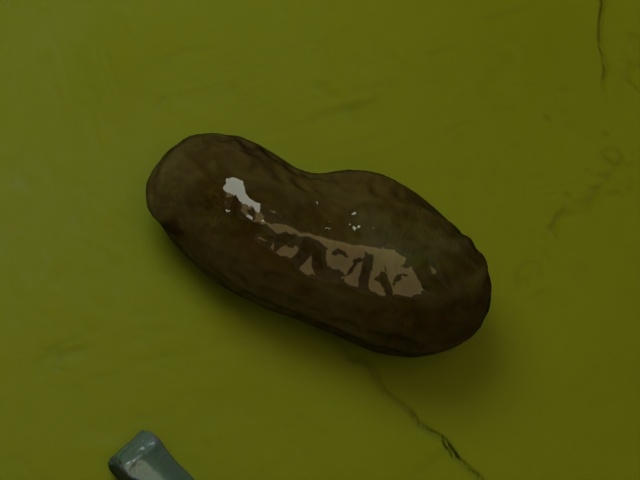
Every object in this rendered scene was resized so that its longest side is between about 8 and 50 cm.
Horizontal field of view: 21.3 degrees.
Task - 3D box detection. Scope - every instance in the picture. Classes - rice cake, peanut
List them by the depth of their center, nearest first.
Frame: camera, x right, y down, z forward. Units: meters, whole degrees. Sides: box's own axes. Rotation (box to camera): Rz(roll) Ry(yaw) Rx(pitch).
[{"bbox_3d":[-0.060,0.193,1.030,0.042,0.030,0.180,-42,88,-22],"label":"rice cake"},{"bbox_3d":[0.000,0.000,1.056,0.226,0.095,0.108,20,59,-2],"label":"peanut"}]
